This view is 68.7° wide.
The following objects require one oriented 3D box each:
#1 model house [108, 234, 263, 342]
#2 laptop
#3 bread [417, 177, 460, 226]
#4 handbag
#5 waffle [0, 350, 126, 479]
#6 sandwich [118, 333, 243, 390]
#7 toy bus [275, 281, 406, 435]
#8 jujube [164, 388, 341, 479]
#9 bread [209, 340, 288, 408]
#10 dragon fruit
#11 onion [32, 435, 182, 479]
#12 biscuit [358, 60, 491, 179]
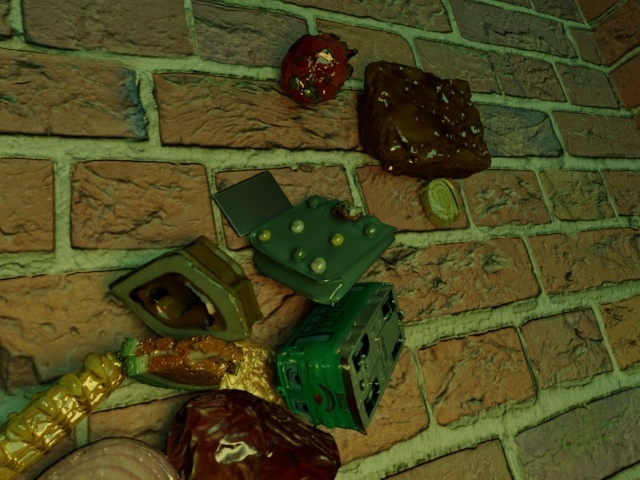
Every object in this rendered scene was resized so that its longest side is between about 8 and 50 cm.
[{"bbox_3d":[-0.243,0.100,0.987,0.268,0.173,0.239,42,15,-2],"label":"model house"},{"bbox_3d":[-0.168,-0.097,1.187,0.180,0.016,0.129,-31,86,-32],"label":"laptop"},{"bbox_3d":[0.367,-0.115,1.441,0.118,0.064,0.156,-5,74,-24],"label":"bread"},{"bbox_3d":[-0.002,-0.002,1.101,0.269,0.100,0.274,26,51,36],"label":"handbag"},{"bbox_3d":[-0.449,0.299,0.780,0.309,0.283,0.065,-43,85,10],"label":"waffle"},{"bbox_3d":[-0.234,0.230,0.864,0.235,0.159,0.079,38,45,-54],"label":"sandwich"},{"bbox_3d":[0.048,0.231,0.996,0.343,0.200,0.183,-42,123,-59],"label":"toy bus"},{"bbox_3d":[-0.121,0.408,0.902,0.342,0.216,0.216,21,62,-28],"label":"jujube"},{"bbox_3d":[-0.140,0.288,1.013,0.189,0.068,0.125,17,63,-20],"label":"bread"},{"bbox_3d":[-0.007,-0.490,1.330,0.193,0.192,0.274,30,47,-4],"label":"dragon fruit"},{"bbox_3d":[-0.338,0.451,0.797,0.248,0.111,0.250,-37,81,-5],"label":"onion"},{"bbox_3d":[0.313,-0.358,1.450,0.396,0.166,0.342,4,69,-25],"label":"biscuit"}]
